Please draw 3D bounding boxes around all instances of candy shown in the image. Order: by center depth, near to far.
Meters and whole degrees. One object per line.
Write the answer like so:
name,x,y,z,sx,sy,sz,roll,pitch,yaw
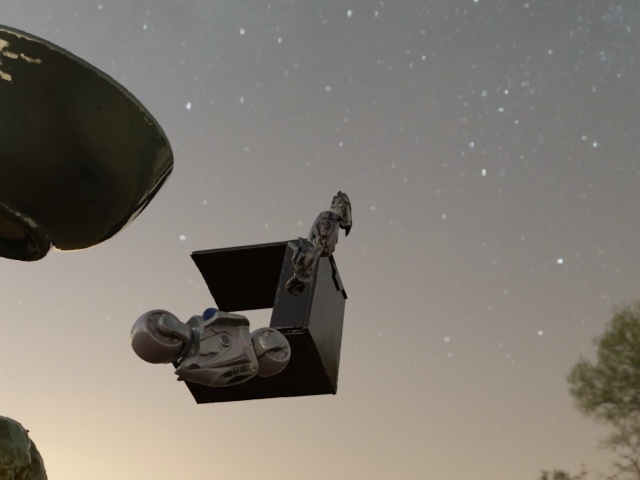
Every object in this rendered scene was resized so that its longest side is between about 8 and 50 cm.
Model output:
candy,0.001,0.000,1.239,0.051,0.226,0.094,14,-51,19

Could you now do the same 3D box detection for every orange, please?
orange,-0.716,0.456,1.557,0.369,0.210,0.271,14,20,-45

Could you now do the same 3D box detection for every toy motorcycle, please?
toy motorcycle,-0.147,0.159,1.094,0.254,0.112,0.112,15,-23,-38

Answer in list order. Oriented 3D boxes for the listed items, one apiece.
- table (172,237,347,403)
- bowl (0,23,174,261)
table,-0.115,0.147,1.473,0.282,0.250,0.196,-7,-47,15
bowl,-0.309,-0.070,0.787,0.289,0.146,0.289,15,-26,7
